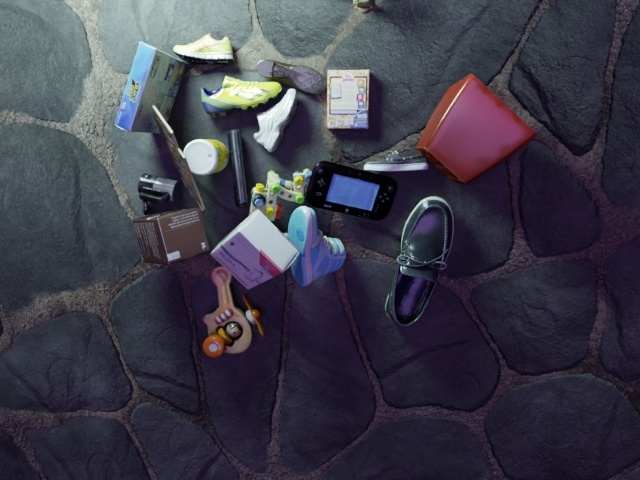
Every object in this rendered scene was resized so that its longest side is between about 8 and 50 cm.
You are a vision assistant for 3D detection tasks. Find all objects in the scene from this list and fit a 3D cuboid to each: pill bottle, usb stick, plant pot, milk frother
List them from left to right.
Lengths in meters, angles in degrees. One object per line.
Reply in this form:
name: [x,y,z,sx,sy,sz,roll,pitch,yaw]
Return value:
milk frother: [-0.603,-0.162,1.587,0.134,0.129,0.143,13,146,2]
pill bottle: [-0.386,-0.291,1.471,0.117,0.208,0.118,1,103,3]
usb stick: [-0.296,-0.258,1.524,0.045,0.077,0.278,-7,93,-27]
plant pot: [0.463,-0.329,1.362,0.267,0.267,0.236,40,100,-5]

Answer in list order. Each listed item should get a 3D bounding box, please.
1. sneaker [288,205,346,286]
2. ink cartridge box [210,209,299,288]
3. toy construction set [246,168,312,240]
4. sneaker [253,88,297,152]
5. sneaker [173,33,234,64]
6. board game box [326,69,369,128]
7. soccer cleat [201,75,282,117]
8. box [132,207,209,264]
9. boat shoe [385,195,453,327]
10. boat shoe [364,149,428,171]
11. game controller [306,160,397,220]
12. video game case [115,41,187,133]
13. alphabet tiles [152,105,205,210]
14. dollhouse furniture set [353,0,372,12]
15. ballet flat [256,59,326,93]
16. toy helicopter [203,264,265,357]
sneaker: [0.000,0.000,1.512,0.208,0.127,0.319,-19,132,-27]
ink cartridge box: [-0.238,0.044,1.496,0.207,0.117,0.283,45,144,-12]
toy construction set: [-0.150,-0.109,1.538,0.214,0.151,0.328,3,110,-20]
sneaker: [-0.165,-0.435,1.486,0.115,0.090,0.232,30,102,1]
sneaker: [-0.402,-0.664,1.463,0.208,0.081,0.094,2,96,-3]
board game box: [0.096,-0.488,1.474,0.146,0.045,0.194,2,103,4]
soccer cleat: [-0.279,-0.514,1.467,0.288,0.093,0.121,-11,115,9]
box: [-0.539,-0.018,1.527,0.203,0.168,0.167,0,105,42]
boat shoe: [0.361,0.089,1.530,0.186,0.156,0.501,17,102,2]
boat shoe: [0.267,-0.282,1.493,0.228,0.080,0.076,-1,97,4]
game controller: [0.111,-0.173,1.499,0.318,0.067,0.167,11,102,-15]
video game case: [-0.563,-0.497,1.421,0.061,0.244,0.270,25,103,0]
alphabet tiles: [-0.475,-0.267,1.427,0.011,0.285,0.343,-28,145,-18]
dollhouse furniture set: [0.090,-0.798,1.333,0.160,0.182,0.101,2,103,4]
ballet flat: [-0.099,-0.570,1.471,0.249,0.058,0.084,13,107,-3]
toy helicopter: [-0.340,0.266,1.636,0.234,0.140,0.356,-7,100,4]
